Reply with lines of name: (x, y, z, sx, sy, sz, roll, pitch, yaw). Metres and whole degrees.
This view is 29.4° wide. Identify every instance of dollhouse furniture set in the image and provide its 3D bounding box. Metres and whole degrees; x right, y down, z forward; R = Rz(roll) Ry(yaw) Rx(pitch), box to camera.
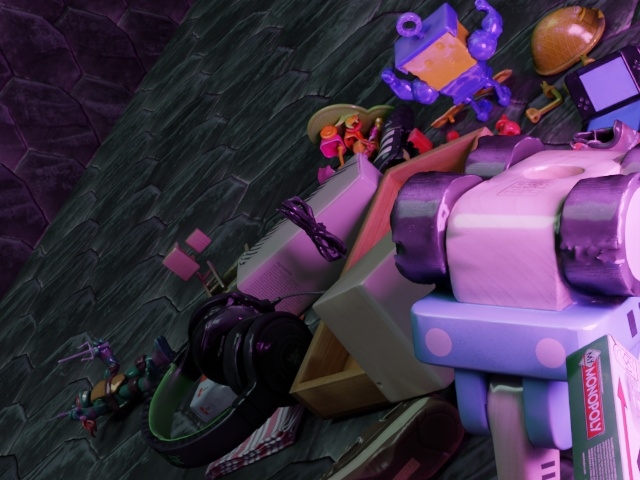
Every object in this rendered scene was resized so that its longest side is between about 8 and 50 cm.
dollhouse furniture set: (-0.149, 0.022, 2.079, 0.182, 0.161, 0.101, -47, 22, 9)

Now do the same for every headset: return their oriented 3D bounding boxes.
headset: (-0.111, 0.131, 1.707, 0.394, 0.185, 0.243, -48, 28, -13)

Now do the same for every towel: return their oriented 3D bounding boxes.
towel: (-0.089, 0.256, 1.758, 0.197, 0.029, 0.144, -31, 27, 39)

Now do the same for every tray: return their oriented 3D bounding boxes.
tray: (0.117, 0.042, 1.650, 0.203, 0.076, 0.411, -22, 33, 46)

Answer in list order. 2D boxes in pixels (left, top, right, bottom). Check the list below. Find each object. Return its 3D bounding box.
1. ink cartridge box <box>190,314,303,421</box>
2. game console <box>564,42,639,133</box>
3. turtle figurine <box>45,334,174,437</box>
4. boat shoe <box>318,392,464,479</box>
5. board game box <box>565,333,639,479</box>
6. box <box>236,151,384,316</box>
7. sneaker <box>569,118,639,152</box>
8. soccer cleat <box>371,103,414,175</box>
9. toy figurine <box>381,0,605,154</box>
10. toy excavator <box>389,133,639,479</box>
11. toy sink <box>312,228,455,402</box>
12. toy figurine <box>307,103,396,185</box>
ink cartridge box: (-0.112, 0.184, 1.868, 0.179, 0.045, 0.145, -40, 14, 24)
game console: (0.362, -0.175, 1.549, 0.071, 0.107, 0.122, -30, 5, -42)
turtle figurine: (-0.379, 0.258, 2.199, 0.234, 0.118, 0.175, -24, 45, 20)
boat shoe: (0.053, 0.273, 1.387, 0.257, 0.095, 0.095, -39, 17, -5)
board game box: (0.262, 0.240, 0.861, 0.046, 0.213, 0.317, -37, 25, 30)
box: (0.000, 0.000, 1.900, 0.275, 0.113, 0.094, -40, 22, 18)
sneaker: (0.325, -0.108, 1.511, 0.158, 0.065, 0.061, -30, 29, 40)
soccer cleat: (0.124, -0.146, 1.984, 0.072, 0.060, 0.179, -4, 55, 48)
toy figurine: (0.208, -0.261, 1.784, 0.362, 0.217, 0.191, -35, 26, 34)
toy excavator: (0.200, 0.154, 1.107, 0.222, 0.445, 0.433, 2, 18, 35)
toy sink: (0.132, 0.052, 1.428, 0.234, 0.153, 0.131, -44, 8, -31)
toy figurine: (0.059, -0.134, 2.052, 0.173, 0.130, 0.159, -13, 50, 19)
